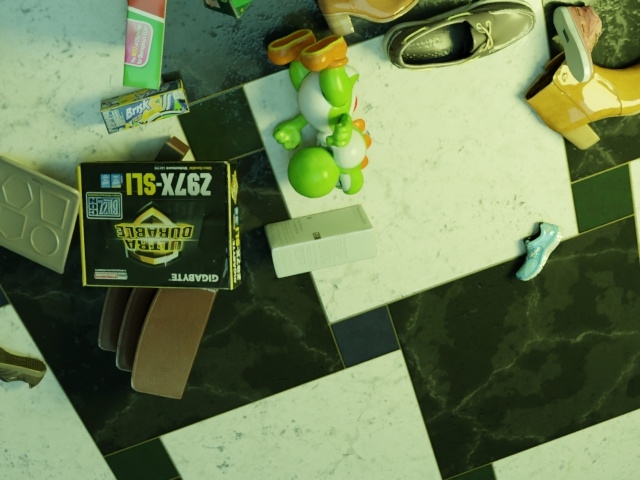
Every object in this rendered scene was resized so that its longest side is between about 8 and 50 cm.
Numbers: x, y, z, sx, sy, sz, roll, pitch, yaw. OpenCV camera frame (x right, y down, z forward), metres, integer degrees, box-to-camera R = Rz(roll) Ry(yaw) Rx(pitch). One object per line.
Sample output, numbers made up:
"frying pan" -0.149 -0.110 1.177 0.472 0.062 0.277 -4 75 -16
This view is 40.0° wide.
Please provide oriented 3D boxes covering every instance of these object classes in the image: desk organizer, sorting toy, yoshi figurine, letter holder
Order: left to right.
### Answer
"sorting toy" -0.590 -0.053 1.807 0.193 0.038 0.208 24 118 9
"letter holder" -0.374 0.175 1.955 0.214 0.152 0.302 13 115 -17
"desk organizer" -0.327 -0.152 1.834 0.047 0.050 0.130 36 117 -7
"yoshi figurine" -0.010 -0.229 1.794 0.203 0.204 0.362 -9 124 11

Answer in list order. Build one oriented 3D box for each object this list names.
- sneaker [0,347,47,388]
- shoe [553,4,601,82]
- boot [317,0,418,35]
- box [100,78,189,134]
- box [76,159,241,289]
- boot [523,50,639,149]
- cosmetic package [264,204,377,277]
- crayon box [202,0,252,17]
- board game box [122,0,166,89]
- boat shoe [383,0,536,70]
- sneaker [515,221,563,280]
"sneaker" -0.722 0.289 1.990 0.188 0.066 0.071 24 112 -23
"shoe" 0.550 -0.413 1.825 0.081 0.178 0.063 -9 159 -11
"boot" 0.088 -0.500 1.721 0.197 0.073 0.152 -21 117 -3
"box" -0.352 -0.269 1.760 0.168 0.059 0.054 -16 122 -3
"box" -0.325 -0.034 1.779 0.322 0.079 0.257 1 96 12
"boot" 0.604 -0.349 1.899 0.295 0.104 0.211 -43 119 17
"cosmetic package" 0.000 0.000 1.957 0.231 0.117 0.086 -14 122 -6
"crayon box" -0.115 -0.569 1.497 0.319 0.081 0.202 -59 153 -17
"board game box" -0.305 -0.459 1.558 0.064 0.242 0.317 4 117 -12
"boat shoe" 0.295 -0.416 1.796 0.324 0.097 0.117 -12 121 -5
"sneaker" 0.515 0.022 2.126 0.073 0.063 0.162 27 107 -6
